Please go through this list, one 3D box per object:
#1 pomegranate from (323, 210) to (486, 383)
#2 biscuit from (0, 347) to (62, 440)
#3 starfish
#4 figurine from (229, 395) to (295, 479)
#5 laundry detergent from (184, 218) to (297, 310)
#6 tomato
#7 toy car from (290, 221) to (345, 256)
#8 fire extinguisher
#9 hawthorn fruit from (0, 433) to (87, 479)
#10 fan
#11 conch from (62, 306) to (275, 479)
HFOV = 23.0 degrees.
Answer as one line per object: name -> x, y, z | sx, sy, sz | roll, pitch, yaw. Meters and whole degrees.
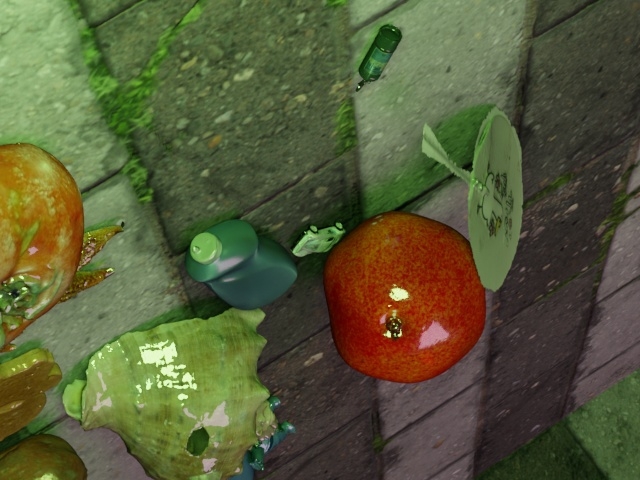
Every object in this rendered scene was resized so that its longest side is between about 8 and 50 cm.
pomegranate -> 0.107, 0.065, 2.019 | 0.221, 0.221, 0.257 | -38, -163, 7
biscuit -> -0.359, 0.180, 1.807 | 0.133, 0.027, 0.184 | -30, 159, -17
starfish -> -0.303, 0.054, 1.614 | 0.227, 0.043, 0.240 | -21, 157, -31
figurine -> -0.121, 0.316, 2.352 | 0.178, 0.114, 0.144 | -33, 162, -31
laundry detergent -> -0.100, 0.026, 1.830 | 0.096, 0.061, 0.206 | -32, 159, 10
tomato -> -0.308, 0.026, 1.422 | 0.236, 0.095, 0.237 | -30, 148, -21
toy car -> 0.000, 0.000, 1.969 | 0.093, 0.025, 0.041 | -8, 145, -51
fire extinguisher -> 0.061, -0.193, 1.660 | 0.038, 0.025, 0.083 | -48, 172, -44
hawthorn fruit -> -0.368, 0.305, 1.939 | 0.189, 0.149, 0.149 | 17, 134, -19
fan -> 0.194, -0.066, 1.913 | 0.012, 0.233, 0.414 | 1, 170, 23
conch -> -0.158, 0.204, 1.976 | 0.324, 0.186, 0.263 | 0, 122, -58
